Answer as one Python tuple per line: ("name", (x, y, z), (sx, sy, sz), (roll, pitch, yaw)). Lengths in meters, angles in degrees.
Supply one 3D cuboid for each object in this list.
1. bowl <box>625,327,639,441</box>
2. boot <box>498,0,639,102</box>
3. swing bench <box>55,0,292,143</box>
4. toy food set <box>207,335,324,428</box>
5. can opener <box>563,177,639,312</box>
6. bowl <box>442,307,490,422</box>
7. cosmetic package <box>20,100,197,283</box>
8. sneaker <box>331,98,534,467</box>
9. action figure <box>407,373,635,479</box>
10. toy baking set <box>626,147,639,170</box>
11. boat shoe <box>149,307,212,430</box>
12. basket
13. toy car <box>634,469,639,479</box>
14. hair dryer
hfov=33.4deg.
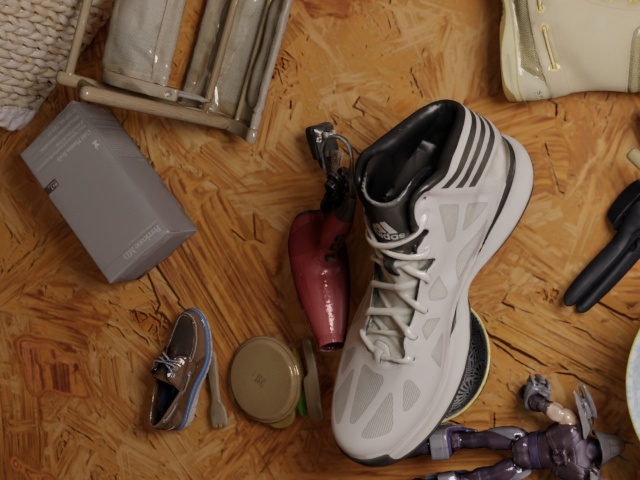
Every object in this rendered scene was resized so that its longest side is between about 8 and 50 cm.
("bowl", (0.502, 0.155, 1.206), (0.289, 0.156, 0.289), (2, 95, 21))
("boot", (0.317, -0.298, 1.269), (0.203, 0.095, 0.262), (1, 97, 21))
("swing bench", (-0.183, -0.288, 1.406), (0.165, 0.254, 0.253), (34, 110, 60))
("toy food set", (-0.073, 0.199, 1.498), (0.192, 0.038, 0.132), (-9, 86, 32))
("can opener", (0.368, 0.015, 1.307), (0.059, 0.073, 0.186), (23, 110, -22))
("bowl", (0.154, 0.158, 1.368), (0.170, 0.080, 0.170), (-11, 68, 29))
("cosmetic package", (-0.301, -0.068, 1.522), (0.127, 0.107, 0.238), (-41, 77, 16))
("sneaker", (0.079, 0.039, 1.248), (0.169, 0.257, 0.447), (20, 85, 37))
("action figure", (0.251, 0.266, 1.348), (0.285, 0.099, 0.185), (-9, 84, 18))
("toy baking set", (0.485, -0.085, 1.216), (0.197, 0.030, 0.256), (-38, 75, 0))
("boat shoe", (-0.203, 0.187, 1.518), (0.066, 0.066, 0.183), (15, 100, 36))
("basket", (-0.505, -0.362, 1.461), (0.266, 0.331, 0.328), (-43, 80, 13))
("toy car", (0.390, 0.401, 1.284), (0.219, 0.210, 0.238), (4, 67, 8))
("hair dryer", (0.000, 0.000, 1.354), (0.080, 0.223, 0.293), (-5, 105, -4))
